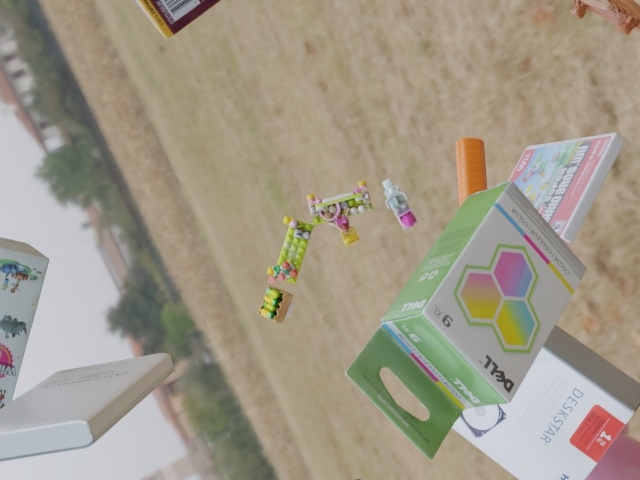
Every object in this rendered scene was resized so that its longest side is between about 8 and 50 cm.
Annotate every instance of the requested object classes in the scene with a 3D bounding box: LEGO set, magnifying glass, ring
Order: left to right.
[{"bbox_3d":[0.000,0.000,1.624,0.132,0.287,0.107,53,-178,-1],"label":"LEGO set"},{"bbox_3d":[0.149,0.008,1.060,0.026,0.092,0.231,110,162,-67],"label":"magnifying glass"},{"bbox_3d":[0.288,-0.361,1.467,0.336,0.032,0.336,30,-169,-6],"label":"ring"}]

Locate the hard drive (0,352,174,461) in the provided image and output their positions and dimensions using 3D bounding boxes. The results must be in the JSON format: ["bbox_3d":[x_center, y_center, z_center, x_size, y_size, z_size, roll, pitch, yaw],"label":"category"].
[{"bbox_3d":[-0.351,0.231,1.548,0.307,0.203,0.040,-43,-59,-74],"label":"hard drive"}]

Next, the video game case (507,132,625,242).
[{"bbox_3d":[0.397,-0.086,1.926,0.025,0.204,0.285,33,169,-17],"label":"video game case"}]

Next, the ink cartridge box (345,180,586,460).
[{"bbox_3d":[0.124,0.063,0.902,0.109,0.209,0.062,47,150,-15],"label":"ink cartridge box"}]

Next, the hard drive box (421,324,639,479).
[{"bbox_3d":[0.282,0.208,1.465,0.232,0.181,0.089,35,-155,17],"label":"hard drive box"}]

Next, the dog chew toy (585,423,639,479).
[{"bbox_3d":[0.397,0.318,1.716,0.207,0.206,0.332,77,176,-55],"label":"dog chew toy"}]

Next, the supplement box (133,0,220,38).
[{"bbox_3d":[-0.188,-0.308,1.188,0.104,0.080,0.188,56,177,-40],"label":"supplement box"}]

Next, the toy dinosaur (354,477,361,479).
[{"bbox_3d":[0.036,0.251,0.990,0.090,0.047,0.082,14,136,39],"label":"toy dinosaur"}]

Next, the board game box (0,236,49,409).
[{"bbox_3d":[-0.526,0.151,1.741,0.224,0.097,0.304,13,89,67],"label":"board game box"}]
